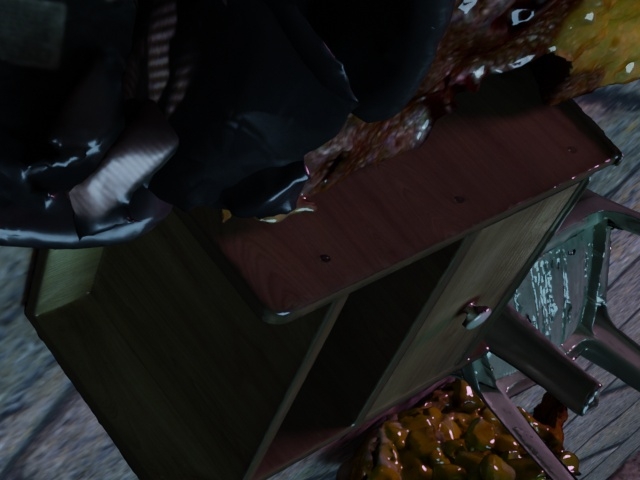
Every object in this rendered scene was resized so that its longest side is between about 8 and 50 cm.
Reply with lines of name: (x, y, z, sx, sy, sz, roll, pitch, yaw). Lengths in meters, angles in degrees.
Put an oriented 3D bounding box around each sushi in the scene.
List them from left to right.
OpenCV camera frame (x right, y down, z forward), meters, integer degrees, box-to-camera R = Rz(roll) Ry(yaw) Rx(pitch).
sushi: (0.141, 0.214, 1.254, 0.296, 0.167, 0.179, 6, 128, -34)

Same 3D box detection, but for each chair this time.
chair: (0.158, 0.069, 0.968, 0.203, 0.274, 0.190, -26, 131, -25)

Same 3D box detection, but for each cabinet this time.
cabinet: (0.000, 0.000, 0.628, 0.215, 0.148, 0.175, -24, 154, -35)

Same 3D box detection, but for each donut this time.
donut: (0.067, -0.126, 0.542, 0.295, 0.112, 0.151, -24, 150, -35)

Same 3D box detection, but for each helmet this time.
helmet: (-0.077, -0.099, 0.318, 0.198, 0.154, 0.253, -25, 144, 19)
